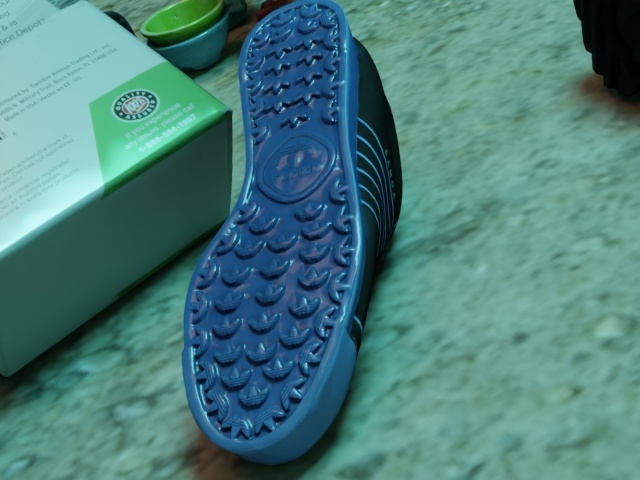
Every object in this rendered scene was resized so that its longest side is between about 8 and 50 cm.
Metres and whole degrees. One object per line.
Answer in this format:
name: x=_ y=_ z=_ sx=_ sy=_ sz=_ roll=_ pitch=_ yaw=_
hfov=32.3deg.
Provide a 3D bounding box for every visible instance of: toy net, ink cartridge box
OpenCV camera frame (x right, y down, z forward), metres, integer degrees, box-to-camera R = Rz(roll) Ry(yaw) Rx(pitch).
toy net: x=-0.083 y=-0.202 z=0.905 sx=0.122 sy=0.045 sz=0.232 roll=-22 pitch=30 yaw=3
ink cartridge box: x=-0.179 y=-0.061 z=0.597 sx=0.219 sy=0.092 sz=0.160 roll=39 pitch=58 yaw=25

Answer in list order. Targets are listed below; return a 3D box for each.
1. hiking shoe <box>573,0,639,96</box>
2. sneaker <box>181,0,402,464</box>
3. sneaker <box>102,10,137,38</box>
hiking shoe: x=0.241 y=-0.115 z=0.467 sx=0.132 sy=0.113 sz=0.304 roll=-33 pitch=31 yaw=-15
sneaker: x=0.000 y=0.000 z=0.501 sx=0.081 sy=0.090 sz=0.232 roll=-8 pitch=54 yaw=23
sneaker: x=-0.188 y=-0.079 z=0.743 sx=0.097 sy=0.084 sz=0.235 roll=-12 pitch=32 yaw=22
